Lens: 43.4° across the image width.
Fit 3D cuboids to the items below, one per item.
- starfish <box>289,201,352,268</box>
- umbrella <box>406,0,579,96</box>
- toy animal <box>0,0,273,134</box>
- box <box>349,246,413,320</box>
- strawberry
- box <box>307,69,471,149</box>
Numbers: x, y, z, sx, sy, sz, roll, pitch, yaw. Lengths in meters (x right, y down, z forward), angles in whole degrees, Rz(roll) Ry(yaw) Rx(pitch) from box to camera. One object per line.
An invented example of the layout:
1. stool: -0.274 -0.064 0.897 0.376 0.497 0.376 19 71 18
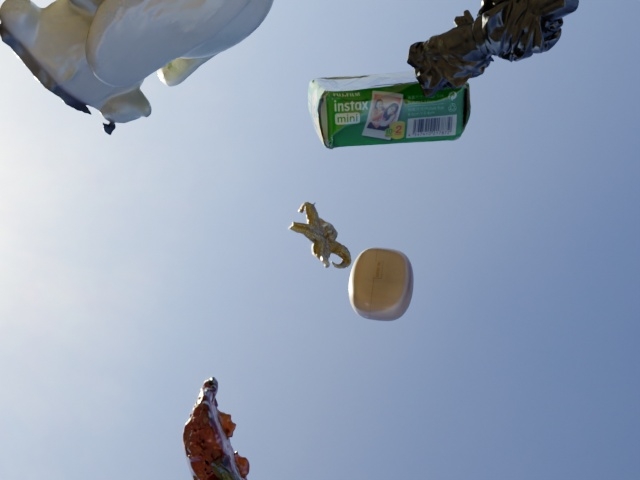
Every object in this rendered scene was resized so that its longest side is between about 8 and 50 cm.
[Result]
1. starfish: 0.005 -0.008 1.714 0.053 0.150 0.209 -60 -163 27
2. umbrella: 0.239 -0.291 1.130 0.272 0.110 0.122 -19 -130 54
3. toy animal: -0.189 -0.243 0.883 0.289 0.174 0.249 -26 -169 38
4. box: 0.139 0.098 1.835 0.146 0.088 0.200 5 -138 5
5. strawberry: -0.096 0.187 0.717 0.048 0.103 0.152 -22 -150 -6
6. box: 0.108 -0.222 1.342 0.250 0.102 0.180 -5 -162 -8
